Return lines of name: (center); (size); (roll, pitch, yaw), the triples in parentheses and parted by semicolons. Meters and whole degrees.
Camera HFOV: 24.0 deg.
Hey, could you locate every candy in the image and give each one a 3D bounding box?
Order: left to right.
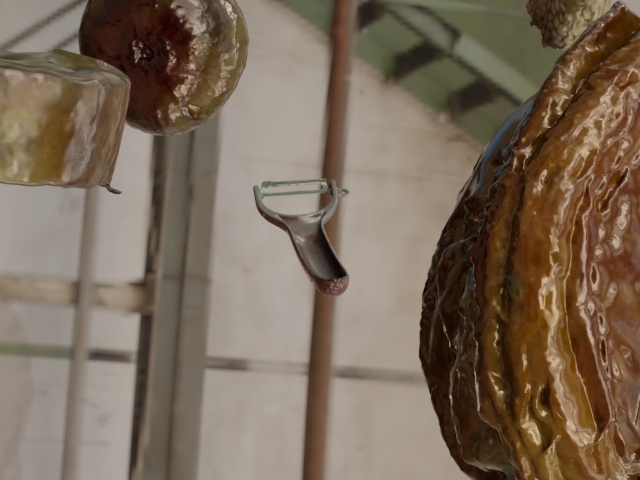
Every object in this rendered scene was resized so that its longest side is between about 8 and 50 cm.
candy: (0.268, -0.260, 1.598); (0.095, 0.085, 0.110); (54, -23, 33)

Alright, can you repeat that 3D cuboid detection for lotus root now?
lotus root: (-0.350, -0.120, 1.242); (0.390, 0.375, 0.111); (18, -77, 50)

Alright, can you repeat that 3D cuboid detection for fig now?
fig: (-0.166, -0.258, 1.930); (0.321, 0.217, 0.217); (-34, 139, -65)

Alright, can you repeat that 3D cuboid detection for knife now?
knife: (0.000, 0.002, 1.817); (0.278, 0.123, 0.053); (-113, -163, -60)

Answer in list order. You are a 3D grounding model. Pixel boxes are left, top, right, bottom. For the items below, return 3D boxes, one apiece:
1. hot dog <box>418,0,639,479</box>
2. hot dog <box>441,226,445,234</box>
hot dog: (0.175, 0.009, 1.058); (0.267, 0.174, 0.387); (125, -19, -71)
hot dog: (0.152, 0.019, 1.589); (0.037, 0.021, 0.083); (-22, -109, 36)
